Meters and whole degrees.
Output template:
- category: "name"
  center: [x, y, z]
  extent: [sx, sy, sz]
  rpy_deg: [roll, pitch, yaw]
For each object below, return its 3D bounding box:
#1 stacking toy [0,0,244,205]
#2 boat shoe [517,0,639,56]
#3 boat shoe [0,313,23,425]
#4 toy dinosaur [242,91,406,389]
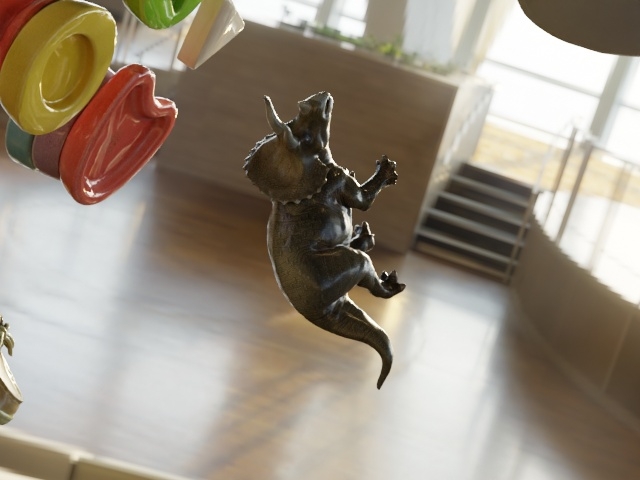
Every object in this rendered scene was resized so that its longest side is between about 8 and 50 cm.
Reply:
- category: "stacking toy"
  center: [-0.208, -0.198, 1.162]
  extent: [0.130, 0.279, 0.309]
  rpy_deg: [34, -17, 13]
- category: "boat shoe"
  center: [0.231, -0.171, 0.750]
  extent: [0.267, 0.096, 0.088]
  rpy_deg: [-2, 61, -15]
- category: "boat shoe"
  center: [-0.203, 0.030, 0.711]
  extent: [0.153, 0.048, 0.056]
  rpy_deg: [61, -5, 6]
- category: "toy dinosaur"
  center: [0.000, 0.000, 1.272]
  extent: [0.160, 0.313, 0.121]
  rpy_deg: [-14, 16, -37]
